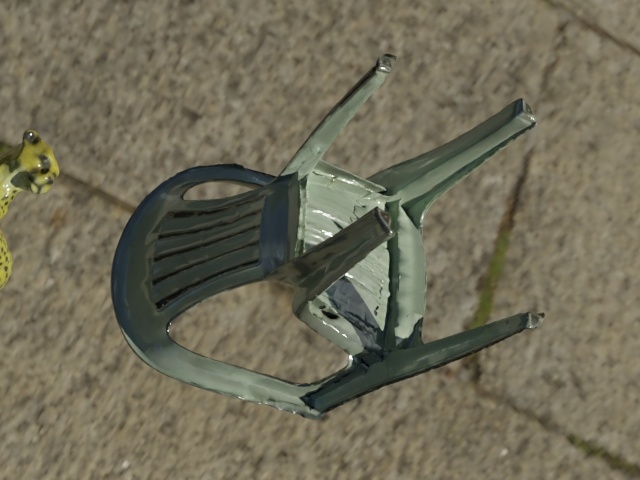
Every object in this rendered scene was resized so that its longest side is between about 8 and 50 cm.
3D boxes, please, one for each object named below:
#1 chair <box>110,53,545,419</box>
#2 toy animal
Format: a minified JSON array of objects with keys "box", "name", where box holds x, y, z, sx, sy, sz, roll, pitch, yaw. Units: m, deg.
[{"box":[0.000,0.000,1.102,0.190,0.274,0.203,24,51,-31],"name":"chair"},{"box":[-0.249,0.011,1.078,0.073,0.181,0.136,36,60,15],"name":"toy animal"}]
